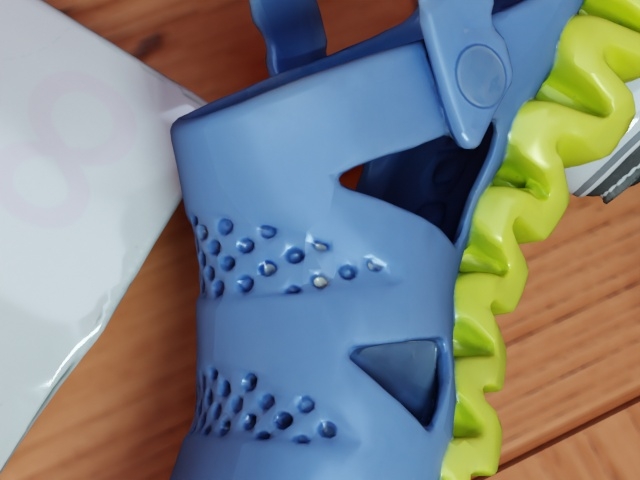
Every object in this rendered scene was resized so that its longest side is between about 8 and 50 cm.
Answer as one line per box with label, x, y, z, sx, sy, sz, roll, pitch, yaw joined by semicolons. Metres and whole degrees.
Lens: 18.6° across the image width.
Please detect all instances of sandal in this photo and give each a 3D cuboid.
sandal;0.000;0.000;0.627;0.138;0.126;0.317;38;60;-29

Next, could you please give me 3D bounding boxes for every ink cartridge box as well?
ink cartridge box;-0.168;0.007;0.636;0.189;0.066;0.232;32;63;-4

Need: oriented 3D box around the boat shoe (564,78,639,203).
boat shoe;0.182;-0.069;0.746;0.228;0.080;0.076;-35;84;-29
